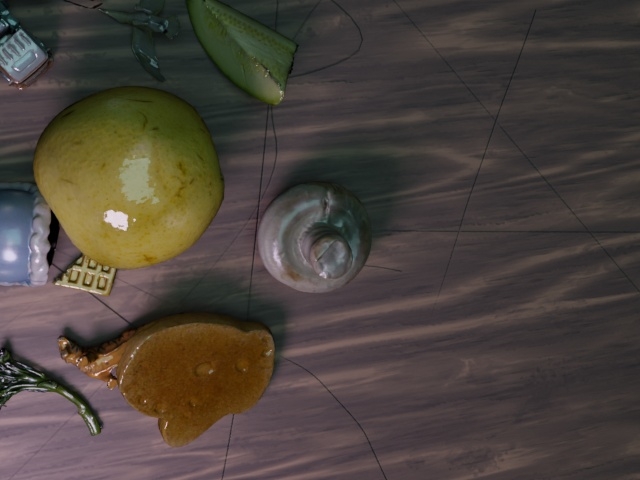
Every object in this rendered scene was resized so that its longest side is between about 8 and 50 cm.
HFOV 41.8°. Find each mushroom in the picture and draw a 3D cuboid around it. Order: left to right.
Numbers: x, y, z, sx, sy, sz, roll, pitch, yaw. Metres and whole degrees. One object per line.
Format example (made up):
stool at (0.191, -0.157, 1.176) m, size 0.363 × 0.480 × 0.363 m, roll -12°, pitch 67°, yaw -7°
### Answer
mushroom at (0.000, 0.000, 1.706) m, size 0.243 × 0.243 × 0.243 m, roll -2°, pitch 97°, yaw -15°

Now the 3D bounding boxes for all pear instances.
pear at (-0.344, -0.116, 1.539) m, size 0.348 × 0.348 × 0.348 m, roll -2°, pitch 97°, yaw -15°

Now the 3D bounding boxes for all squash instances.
squash at (-0.182, -0.376, 1.670) m, size 0.252 × 0.093 × 0.169 m, roll 25°, pitch 45°, yaw -17°

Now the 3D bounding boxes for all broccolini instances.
broccolini at (-0.567, 0.334, 1.690) m, size 0.271 × 0.062 × 0.123 m, roll 39°, pitch 96°, yaw -19°

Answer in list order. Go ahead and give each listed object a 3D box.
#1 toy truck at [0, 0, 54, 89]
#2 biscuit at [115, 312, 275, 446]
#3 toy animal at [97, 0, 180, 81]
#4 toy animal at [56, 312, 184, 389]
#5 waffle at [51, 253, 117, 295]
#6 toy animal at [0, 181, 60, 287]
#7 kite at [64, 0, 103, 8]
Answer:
toy truck at (-0.612, -0.401, 1.536) m, size 0.108 × 0.140 × 0.256 m, roll -43°, pitch 105°, yaw -7°
biscuit at (-0.256, 0.283, 1.716) m, size 0.344 × 0.057 × 0.287 m, roll 5°, pitch 107°, yaw -34°
toy animal at (-0.350, -0.436, 1.627) m, size 0.155 × 0.095 × 0.219 m, roll 13°, pitch 92°, yaw -20°
toy animal at (-0.392, 0.214, 1.707) m, size 0.255 × 0.116 × 0.114 m, roll -23°, pitch 121°, yaw -18°
waffle at (-0.456, 0.010, 1.690) m, size 0.125 × 0.032 × 0.191 m, roll 14°, pitch 91°, yaw -14°
toy animal at (-0.600, -0.006, 1.581) m, size 0.204 × 0.156 × 0.208 m, roll 5°, pitch 97°, yaw -15°
kite at (-0.521, -0.472, 1.576) m, size 0.229 × 0.127 × 0.016 m, roll 8°, pitch 128°, yaw -22°
